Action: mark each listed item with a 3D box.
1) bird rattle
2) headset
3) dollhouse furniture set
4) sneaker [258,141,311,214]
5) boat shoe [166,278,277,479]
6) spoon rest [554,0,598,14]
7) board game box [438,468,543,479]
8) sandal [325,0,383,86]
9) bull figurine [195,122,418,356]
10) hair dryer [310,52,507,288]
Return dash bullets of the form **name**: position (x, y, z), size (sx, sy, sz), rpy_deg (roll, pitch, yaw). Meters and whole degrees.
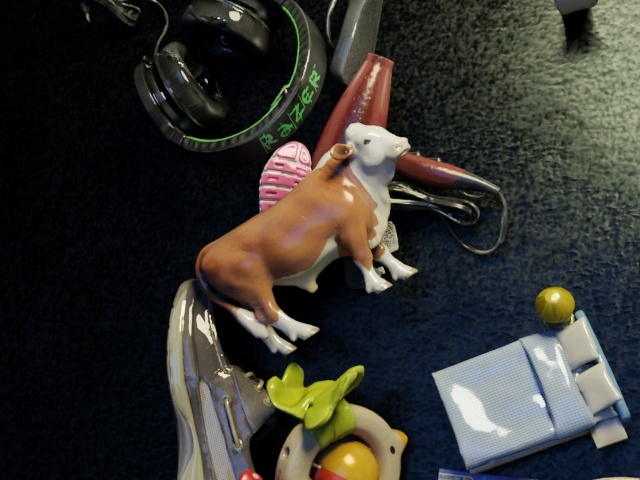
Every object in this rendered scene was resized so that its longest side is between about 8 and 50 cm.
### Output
- **bird rattle**: position (0.006, 0.269, 1.171), size (0.143, 0.207, 0.253), rpy_deg (-12, 56, 55)
- **headset**: position (-0.172, -0.260, 1.372), size (0.394, 0.185, 0.243), rpy_deg (34, 88, 38)
- **dollhouse furniture set**: position (0.188, 0.208, 1.092), size (0.286, 0.198, 0.303), rpy_deg (-20, 60, 7)
- **sneaker**: position (-0.052, -0.044, 1.330), size (0.063, 0.075, 0.170), rpy_deg (10, 91, -3)
- **boat shoe**: position (-0.116, 0.222, 1.274), size (0.130, 0.132, 0.355), rpy_deg (-5, 79, -3)
- **spoon rest**: position (0.307, -0.396, 1.320), size (0.137, 0.084, 0.276), rpy_deg (-11, 59, 14)
- **board game box**: position (0.190, 0.366, 1.150), size (0.136, 0.035, 0.201), rpy_deg (3, 67, 19)
- **sandal**: position (0.047, -0.315, 1.370), size (0.054, 0.097, 0.254), rpy_deg (6, 67, 18)
- **bull figurine**: position (0.000, 0.000, 1.233), size (0.310, 0.101, 0.188), rpy_deg (-34, 83, 12)
- **hair dryer**: position (0.098, -0.098, 1.307), size (0.224, 0.080, 0.293), rpy_deg (-19, 85, 10)
